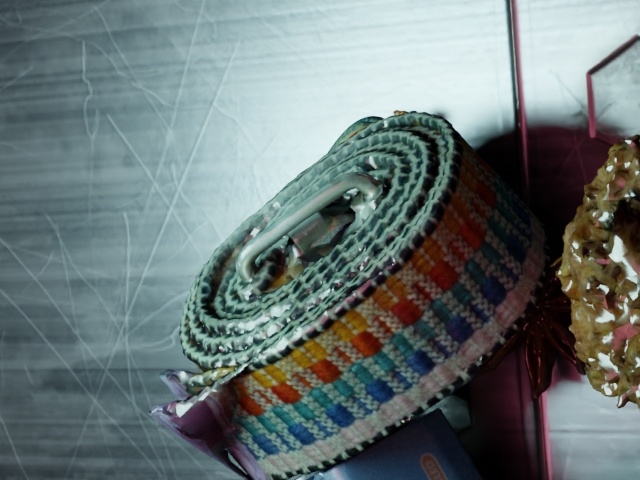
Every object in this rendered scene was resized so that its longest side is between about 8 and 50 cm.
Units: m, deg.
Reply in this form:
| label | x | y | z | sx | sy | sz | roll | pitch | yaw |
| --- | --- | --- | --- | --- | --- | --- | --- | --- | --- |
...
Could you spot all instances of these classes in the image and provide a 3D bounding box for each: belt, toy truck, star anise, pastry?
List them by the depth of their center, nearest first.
| label | x | y | z | sx | sy | sz | roll | pitch | yaw |
| --- | --- | --- | --- | --- | --- | --- | --- | --- | --- |
| pastry | 0.302 | 0.023 | 1.408 | 0.274 | 0.193 | 0.275 | -2 | 80 | 9 |
| belt | 0.014 | 0.032 | 1.495 | 0.295 | 0.207 | 0.160 | -34 | 120 | 17 |
| star anise | 0.169 | 0.056 | 1.553 | 0.141 | 0.042 | 0.141 | -4 | 81 | 28 |
| toy truck | -0.020 | 0.270 | 1.616 | 0.367 | 0.175 | 0.146 | -37 | 79 | 29 |

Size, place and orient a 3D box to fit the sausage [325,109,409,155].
| label | x | y | z | sx | sy | sz | roll | pitch | yaw |
| --- | --- | --- | --- | --- | --- | --- | --- | --- | --- |
| sausage | 0.000 | 0.000 | 1.629 | 0.083 | 0.083 | 0.264 | 42 | 113 | 20 |
